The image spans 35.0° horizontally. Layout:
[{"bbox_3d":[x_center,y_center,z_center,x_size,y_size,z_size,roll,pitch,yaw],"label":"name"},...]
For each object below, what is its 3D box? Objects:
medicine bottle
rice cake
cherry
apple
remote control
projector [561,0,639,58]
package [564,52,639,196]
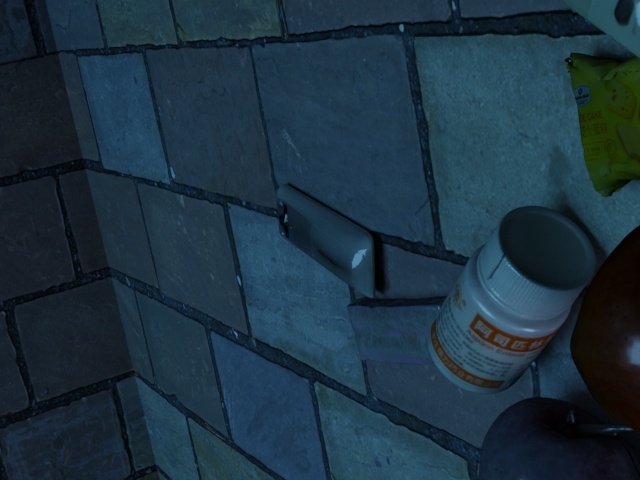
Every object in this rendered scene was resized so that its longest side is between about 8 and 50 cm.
[{"bbox_3d":[0.235,0.077,1.277,0.144,0.144,0.252,56,148,28],"label":"medicine bottle"},{"bbox_3d":[0.133,0.144,1.604,0.298,0.050,0.106,-7,100,62],"label":"rice cake"},{"bbox_3d":[0.292,0.301,1.249,0.266,0.184,0.213,-66,26,13],"label":"cherry"},{"bbox_3d":[0.353,0.089,0.985,0.234,0.234,0.234,40,139,46],"label":"apple"},{"bbox_3d":[0.000,0.000,1.760,0.313,0.055,0.109,33,134,52],"label":"remote control"},{"bbox_3d":[0.321,-0.295,0.770,0.248,0.248,0.249,52,147,35],"label":"projector"},{"bbox_3d":[0.333,-0.128,1.023,0.226,0.090,0.168,-6,99,65],"label":"package"}]
